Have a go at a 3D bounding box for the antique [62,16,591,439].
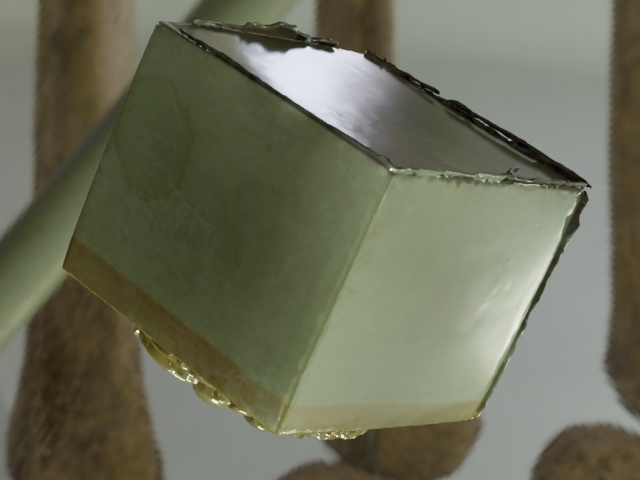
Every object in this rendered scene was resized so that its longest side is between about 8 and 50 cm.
[{"bbox_3d":[0.000,0.000,0.849,0.147,0.148,0.152,34,-162,34],"label":"antique"}]
